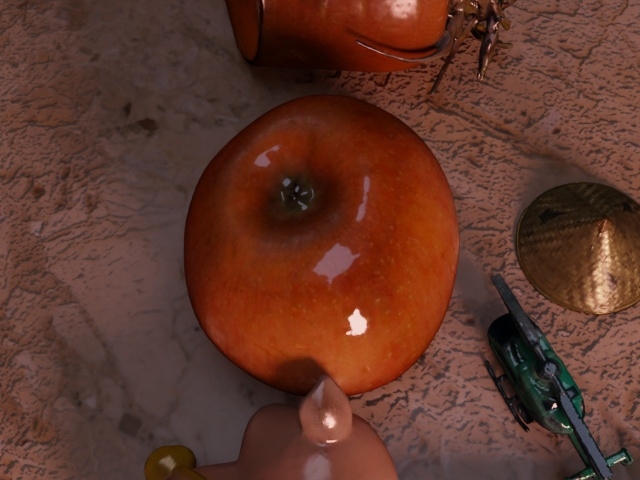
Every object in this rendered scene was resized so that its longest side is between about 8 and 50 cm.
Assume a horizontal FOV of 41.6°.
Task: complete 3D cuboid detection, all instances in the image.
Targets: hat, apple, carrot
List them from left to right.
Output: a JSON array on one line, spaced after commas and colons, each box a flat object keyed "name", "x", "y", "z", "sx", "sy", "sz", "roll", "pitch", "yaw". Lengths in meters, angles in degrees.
[{"name": "apple", "x": 0.000, "y": 0.000, "z": 0.754, "sx": 0.252, "sy": 0.206, "sz": 0.271, "roll": 21, "pitch": 70, "yaw": 14}, {"name": "carrot", "x": 0.048, "y": -0.269, "z": 0.868, "sx": 0.331, "sy": 0.193, "sz": 0.214, "roll": 1, "pitch": 30, "yaw": -1}, {"name": "hat", "x": 0.268, "y": -0.006, "z": 0.818, "sx": 0.146, "sy": 0.067, "sz": 0.146, "roll": -1, "pitch": 67, "yaw": 2}]

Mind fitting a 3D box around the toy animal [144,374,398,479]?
[{"name": "toy animal", "x": -0.055, "y": 0.227, "z": 0.692, "sx": 0.248, "sy": 0.149, "sz": 0.165, "roll": -33, "pitch": 104, "yaw": 4}]

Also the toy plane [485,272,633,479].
[{"name": "toy plane", "x": 0.208, "y": 0.141, "z": 0.740, "sx": 0.060, "sy": 0.096, "sz": 0.235, "roll": -23, "pitch": 64, "yaw": -7}]
